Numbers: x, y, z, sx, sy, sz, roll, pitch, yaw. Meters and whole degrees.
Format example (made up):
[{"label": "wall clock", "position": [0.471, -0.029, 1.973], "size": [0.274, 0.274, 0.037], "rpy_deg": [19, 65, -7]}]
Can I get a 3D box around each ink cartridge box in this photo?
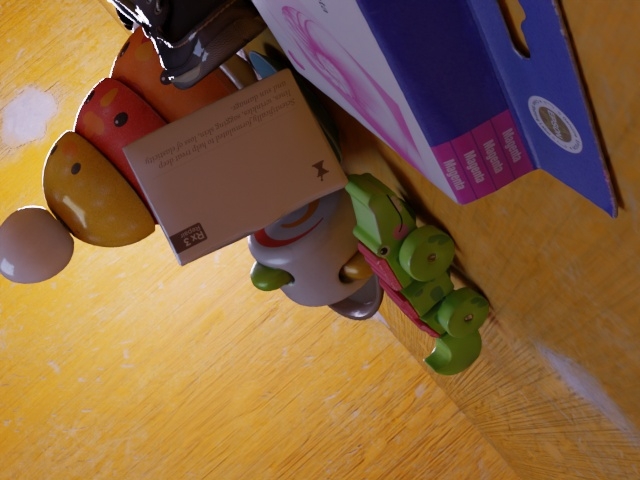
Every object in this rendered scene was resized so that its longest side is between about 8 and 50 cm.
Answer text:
[{"label": "ink cartridge box", "position": [0.013, -0.169, 0.554], "size": [0.330, 0.071, 0.324], "rpy_deg": [47, 175, 45]}]

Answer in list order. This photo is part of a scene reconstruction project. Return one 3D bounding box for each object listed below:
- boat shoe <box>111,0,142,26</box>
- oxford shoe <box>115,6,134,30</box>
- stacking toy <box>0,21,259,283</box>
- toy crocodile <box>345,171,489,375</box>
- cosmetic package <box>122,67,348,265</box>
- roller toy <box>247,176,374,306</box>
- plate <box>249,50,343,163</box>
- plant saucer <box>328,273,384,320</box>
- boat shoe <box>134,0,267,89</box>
[{"label": "boat shoe", "position": [-0.284, -0.399, 1.225], "size": [0.113, 0.127, 0.340], "rpy_deg": [34, 178, 28]}, {"label": "oxford shoe", "position": [-0.317, -0.416, 1.596], "size": [0.097, 0.098, 0.271], "rpy_deg": [49, 176, -2]}, {"label": "stacking toy", "position": [-0.316, -0.104, 1.451], "size": [0.350, 0.480, 0.351], "rpy_deg": [39, 161, 16]}, {"label": "toy crocodile", "position": [0.118, 0.045, 1.136], "size": [0.115, 0.105, 0.340], "rpy_deg": [45, 174, 47]}, {"label": "cosmetic package", "position": [-0.112, -0.083, 1.173], "size": [0.156, 0.217, 0.385], "rpy_deg": [63, 173, -2]}, {"label": "roller toy", "position": [0.000, 0.000, 1.414], "size": [0.146, 0.209, 0.191], "rpy_deg": [52, -155, -35]}, {"label": "plate", "position": [-0.025, -0.178, 1.187], "size": [0.188, 0.024, 0.188], "rpy_deg": [50, 176, 5]}, {"label": "plant saucer", "position": [0.026, 0.020, 1.685], "size": [0.278, 0.041, 0.278], "rpy_deg": [37, 145, 33]}, {"label": "boat shoe", "position": [-0.169, -0.275, 1.093], "size": [0.130, 0.132, 0.355], "rpy_deg": [51, 175, -23]}]
